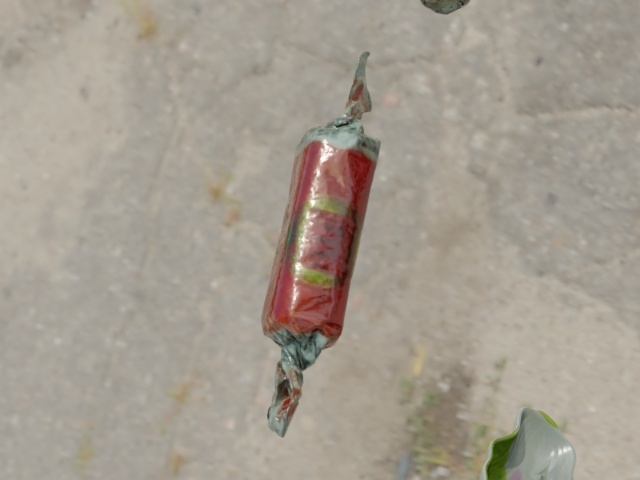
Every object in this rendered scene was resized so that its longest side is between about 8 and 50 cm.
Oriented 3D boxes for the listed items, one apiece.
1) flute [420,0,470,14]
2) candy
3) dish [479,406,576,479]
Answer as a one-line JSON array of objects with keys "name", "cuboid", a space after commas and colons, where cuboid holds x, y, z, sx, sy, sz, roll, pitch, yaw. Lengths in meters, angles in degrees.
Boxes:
[{"name": "flute", "cuboid": [0.074, -0.189, 0.610, 0.027, 0.027, 0.233, 7, 77, 46]}, {"name": "candy", "cuboid": [-0.001, 0.000, 1.264, 0.086, 0.059, 0.292, 126, 157, -75]}, {"name": "dish", "cuboid": [0.144, 0.177, 1.239, 0.039, 0.091, 0.137, -44, 13, 32]}]
